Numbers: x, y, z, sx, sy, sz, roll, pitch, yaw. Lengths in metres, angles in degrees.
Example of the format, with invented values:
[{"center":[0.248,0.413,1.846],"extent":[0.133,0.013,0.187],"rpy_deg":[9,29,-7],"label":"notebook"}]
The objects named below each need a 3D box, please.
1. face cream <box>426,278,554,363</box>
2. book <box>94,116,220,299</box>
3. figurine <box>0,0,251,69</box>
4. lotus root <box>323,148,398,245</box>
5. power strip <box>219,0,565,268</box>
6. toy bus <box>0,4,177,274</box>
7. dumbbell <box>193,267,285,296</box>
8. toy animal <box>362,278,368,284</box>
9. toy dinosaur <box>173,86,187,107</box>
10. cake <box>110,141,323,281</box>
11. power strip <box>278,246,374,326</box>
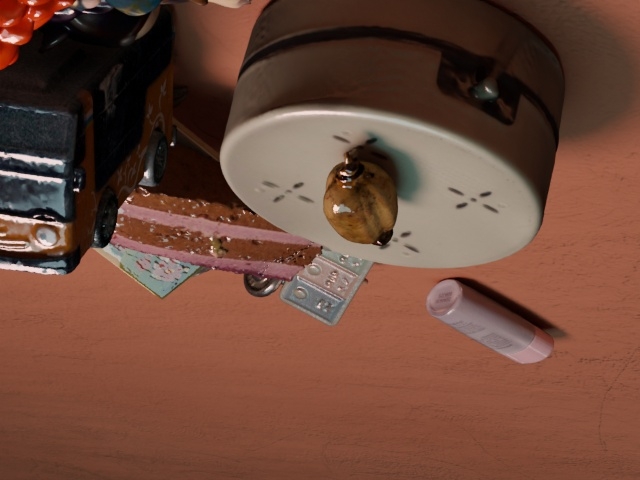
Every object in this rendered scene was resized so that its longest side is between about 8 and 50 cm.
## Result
[{"center":[0.236,0.115,2.180],"extent":[0.198,0.057,0.084],"rpy_deg":[29,154,-37],"label":"face cream"},{"center":[-0.237,-0.077,1.812],"extent":[0.322,0.018,0.228],"rpy_deg":[38,126,-20],"label":"book"},{"center":[-0.246,-0.243,1.312],"extent":[0.411,0.241,0.306],"rpy_deg":[-8,-178,-39],"label":"figurine"},{"center":[0.036,-0.040,1.486],"extent":[0.072,0.063,0.152],"rpy_deg":[-26,148,-4],"label":"lotus root"},{"center":[0.081,-0.115,1.576],"extent":[0.357,0.161,0.357],"rpy_deg":[12,156,5],"label":"power strip"},{"center":[-0.256,-0.115,1.537],"extent":[0.162,0.323,0.194],"rpy_deg":[10,118,9],"label":"toy bus"},{"center":[-0.115,0.023,2.110],"extent":[0.254,0.110,0.110],"rpy_deg":[24,157,-40],"label":"dumbbell"},{"center":[0.002,0.028,2.088],"extent":[0.150,0.089,0.083],"rpy_deg":[32,129,-32],"label":"toy animal"},{"center":[-0.229,-0.118,1.860],"extent":[0.327,0.113,0.207],"rpy_deg":[-3,129,11],"label":"toy dinosaur"},{"center":[-0.131,-0.035,1.773],"extent":[0.295,0.113,0.116],"rpy_deg":[18,134,-22],"label":"cake"},{"center":[0.000,0.000,1.965],"extent":[0.145,0.061,0.216],"rpy_deg":[27,132,-3],"label":"power strip"}]
